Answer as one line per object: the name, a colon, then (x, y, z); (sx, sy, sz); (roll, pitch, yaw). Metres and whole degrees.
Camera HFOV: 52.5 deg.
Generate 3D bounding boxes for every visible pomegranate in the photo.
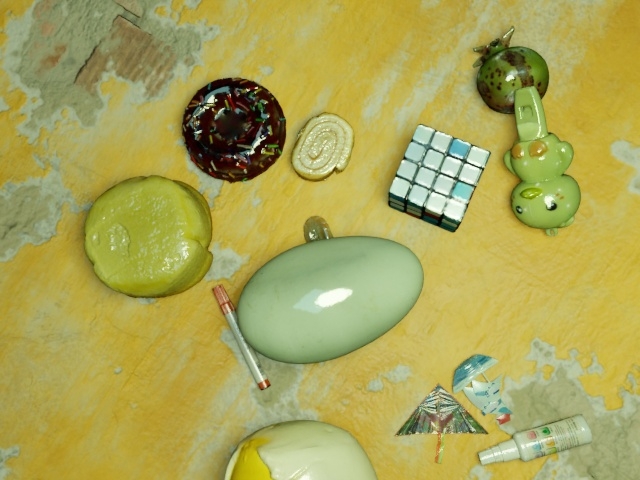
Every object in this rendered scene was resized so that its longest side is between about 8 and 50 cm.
pomegranate: (0.381, -0.341, 1.316); (0.148, 0.148, 0.169); (-29, 76, 2)

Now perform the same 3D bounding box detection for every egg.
egg: (-0.022, 0.497, 1.190); (0.283, 0.283, 0.345); (-21, 88, 3)
egg: (0.021, 0.109, 1.253); (0.371, 0.230, 0.230); (-18, 82, -3)

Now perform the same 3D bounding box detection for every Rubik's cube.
Rubik's cube: (0.233, -0.120, 1.298); (0.154, 0.151, 0.155); (22, 87, 9)

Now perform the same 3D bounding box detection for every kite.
kite: (0.243, 0.371, 1.314); (0.190, 0.010, 0.159); (-4, 84, 6)

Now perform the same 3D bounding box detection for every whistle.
whistle: (0.417, -0.140, 1.257); (0.141, 0.141, 0.294); (-25, 110, 2)

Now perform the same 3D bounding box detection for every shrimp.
shrimp: (0.000, 0.000, 1.371); (0.059, 0.023, 0.108); (-24, 82, 12)

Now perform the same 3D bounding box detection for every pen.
pen: (-0.167, 0.201, 1.361); (0.028, 0.028, 0.239); (-27, 82, 2)

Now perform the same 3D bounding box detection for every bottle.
bottle: (0.416, 0.397, 1.269); (0.217, 0.060, 0.060); (-17, 83, 2)

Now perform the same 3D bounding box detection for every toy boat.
toy boat: (0.322, 0.303, 1.310); (0.105, 0.034, 0.149); (-14, 95, 1)

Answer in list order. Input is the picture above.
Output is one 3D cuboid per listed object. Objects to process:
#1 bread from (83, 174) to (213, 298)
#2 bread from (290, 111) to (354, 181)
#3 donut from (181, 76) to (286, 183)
bread: (-0.353, -0.009, 1.343); (0.270, 0.148, 0.270); (-1, 80, 8)
bread: (0.008, -0.194, 1.364); (0.122, 0.073, 0.149); (23, 87, 5)
donut: (-0.190, -0.240, 1.381); (0.235, 0.089, 0.235); (0, 86, 5)
